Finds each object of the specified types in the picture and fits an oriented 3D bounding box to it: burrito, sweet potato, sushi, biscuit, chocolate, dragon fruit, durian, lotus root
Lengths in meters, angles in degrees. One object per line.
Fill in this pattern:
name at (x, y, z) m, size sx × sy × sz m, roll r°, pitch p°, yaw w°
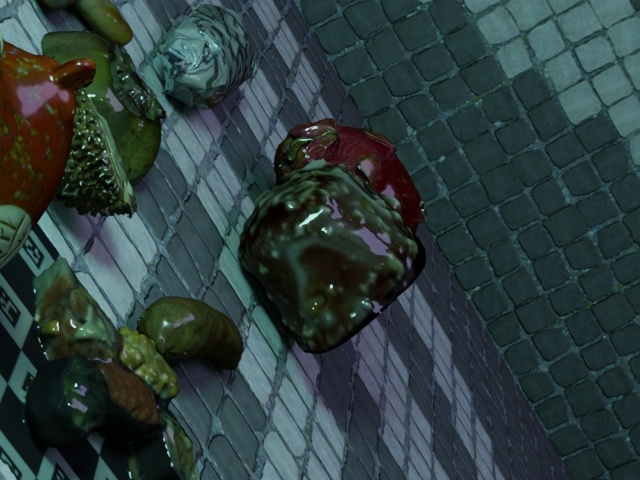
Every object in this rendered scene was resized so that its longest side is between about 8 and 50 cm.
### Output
burrito at (-0.170, -0.268, 2.335) m, size 0.445 × 0.101 × 0.139 m, roll -76°, pitch 142°, yaw -75°
sweet potato at (-0.137, 0.103, 1.745) m, size 0.075 × 0.075 × 0.273 m, roll 65°, pitch 8°, yaw 12°
sushi at (-0.195, 0.138, 1.434) m, size 0.343 × 0.064 × 0.359 m, roll 57°, pitch 14°, yaw -20°
biscuit at (-0.320, -0.336, 1.989) m, size 0.164 × 0.047 × 0.208 m, roll 66°, pitch 13°, yaw 14°
chocolate at (0.000, 0.000, 2.184) m, size 0.210 × 0.225 × 0.340 m, roll 52°, pitch 12°, yaw -9°
dragon fruit at (0.045, -0.053, 2.469) m, size 0.250 × 0.250 × 0.315 m, roll -86°, pitch 163°, yaw -68°
durian at (-0.258, -0.096, 1.628) m, size 0.148 × 0.091 × 0.188 m, roll 67°, pitch 1°, yaw -51°
lotus root at (-0.246, -0.174, 1.879) m, size 0.183 × 0.078 × 0.204 m, roll 41°, pitch 23°, yaw -61°

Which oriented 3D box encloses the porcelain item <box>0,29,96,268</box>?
porcelain item at (-0.280, -0.092, 1.202) m, size 0.253 × 0.253 × 0.253 m, roll 57°, pitch 13°, yaw -21°
